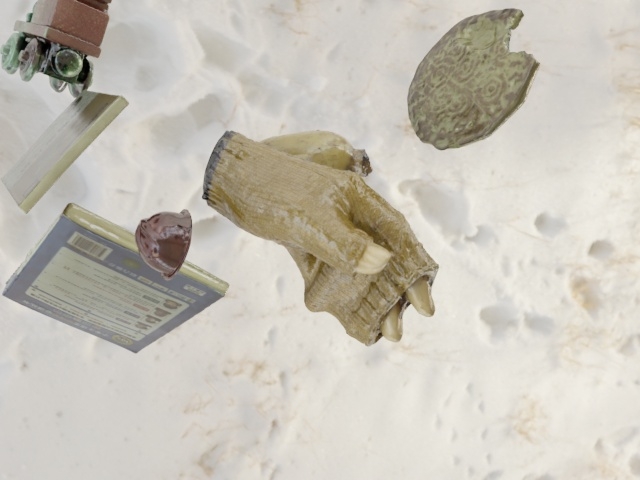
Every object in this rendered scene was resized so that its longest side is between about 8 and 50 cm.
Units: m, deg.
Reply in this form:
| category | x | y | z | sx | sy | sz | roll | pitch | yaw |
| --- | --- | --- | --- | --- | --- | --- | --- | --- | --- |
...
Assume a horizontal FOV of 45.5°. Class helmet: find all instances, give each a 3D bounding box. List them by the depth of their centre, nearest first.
| category | x | y | z | sx | sy | sz | roll | pitch | yaw |
| --- | --- | --- | --- | --- | --- | --- | --- | --- | --- |
| helmet | -0.209 | -0.004 | 0.981 | 0.057 | 0.111 | 0.089 | 19 | 112 | -26 |

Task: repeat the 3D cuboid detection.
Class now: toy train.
| category | x | y | z | sx | sy | sz | roll | pitch | yaw |
| --- | --- | --- | --- | --- | --- | --- | --- | --- | --- |
| toy train | -0.537 | -0.418 | 1.549 | 0.150 | 0.304 | 0.222 | 15 | 96 | -38 |

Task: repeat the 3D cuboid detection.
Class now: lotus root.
| category | x | y | z | sx | sy | sz | roll | pitch | yaw |
| --- | --- | --- | --- | --- | --- | --- | --- | --- | --- |
| lotus root | -0.029 | -0.144 | 1.575 | 0.160 | 0.284 | 0.146 | 66 | 28 | -42 |

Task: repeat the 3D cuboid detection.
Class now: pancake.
| category | x | y | z | sx | sy | sz | roll | pitch | yaw |
| --- | --- | --- | --- | --- | --- | --- | --- | --- | --- |
| pancake | 0.205 | -0.225 | 1.061 | 0.029 | 0.212 | 0.235 | 30 | 48 | -36 |

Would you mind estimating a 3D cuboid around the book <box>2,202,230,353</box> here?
| category | x | y | z | sx | sy | sz | roll | pitch | yaw |
| --- | --- | --- | --- | --- | --- | --- | --- | --- | --- |
| book | -0.385 | 0.089 | 1.381 | 0.300 | 0.428 | 0.039 | 29 | 56 | -23 |

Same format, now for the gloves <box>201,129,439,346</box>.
| category | x | y | z | sx | sy | sz | roll | pitch | yaw |
| --- | --- | --- | --- | --- | --- | --- | --- | --- | --- |
| gloves | 0.004 | -0.015 | 0.984 | 0.155 | 0.356 | 0.203 | -46 | 169 | -17 |

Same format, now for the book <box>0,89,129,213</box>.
| category | x | y | z | sx | sy | sz | roll | pitch | yaw |
| --- | --- | --- | --- | --- | --- | --- | --- | --- | --- |
| book | -0.415 | -0.153 | 1.210 | 0.217 | 0.310 | 0.021 | -50 | 118 | -9 |
